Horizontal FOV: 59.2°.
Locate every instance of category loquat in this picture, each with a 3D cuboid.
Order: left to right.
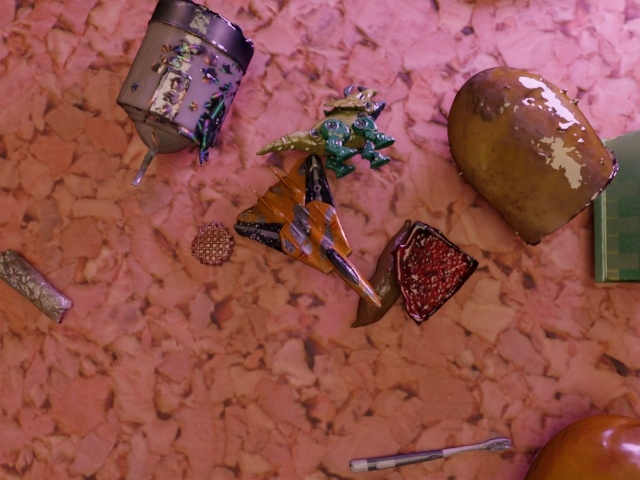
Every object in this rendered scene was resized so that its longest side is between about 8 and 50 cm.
[{"bbox_3d":[0.455,0.423,0.875,0.284,0.276,0.276,-36,86,2],"label":"loquat"}]

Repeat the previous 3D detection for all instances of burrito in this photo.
[{"bbox_3d":[-0.530,0.081,1.030,0.171,0.042,0.051,41,78,2],"label":"burrito"}]

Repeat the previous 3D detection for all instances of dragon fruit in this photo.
[{"bbox_3d":[0.185,0.058,0.980,0.121,0.127,0.161,37,90,22],"label":"dragon fruit"}]

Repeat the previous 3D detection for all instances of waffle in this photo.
[{"bbox_3d":[-0.196,0.007,1.032,0.075,0.029,0.083,39,86,3],"label":"waffle"}]

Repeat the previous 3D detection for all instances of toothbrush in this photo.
[{"bbox_3d":[0.194,0.381,0.996,0.288,0.026,0.024,-9,83,2],"label":"toothbrush"}]

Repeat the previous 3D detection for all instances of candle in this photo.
[{"bbox_3d":[-0.248,-0.243,0.970,0.188,0.187,0.330,23,88,3],"label":"candle"}]

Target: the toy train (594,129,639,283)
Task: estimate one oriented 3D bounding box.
[{"bbox_3d":[0.554,-0.058,0.928,0.120,0.202,0.300,2,86,-17],"label":"toy train"}]

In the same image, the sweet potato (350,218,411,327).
[{"bbox_3d":[0.122,0.065,1.002,0.068,0.068,0.226,27,85,3],"label":"sweet potato"}]

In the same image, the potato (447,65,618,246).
[{"bbox_3d":[0.330,-0.164,0.942,0.266,0.229,0.229,42,88,4],"label":"potato"}]

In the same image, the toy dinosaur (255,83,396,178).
[{"bbox_3d":[0.019,-0.179,0.990,0.259,0.094,0.153,-28,66,-14],"label":"toy dinosaur"}]

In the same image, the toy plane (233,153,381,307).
[{"bbox_3d":[0.003,0.003,0.974,0.204,0.103,0.316,-43,70,0],"label":"toy plane"}]
